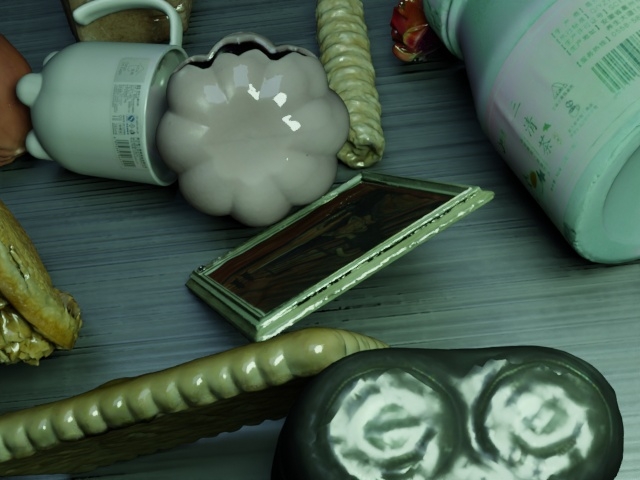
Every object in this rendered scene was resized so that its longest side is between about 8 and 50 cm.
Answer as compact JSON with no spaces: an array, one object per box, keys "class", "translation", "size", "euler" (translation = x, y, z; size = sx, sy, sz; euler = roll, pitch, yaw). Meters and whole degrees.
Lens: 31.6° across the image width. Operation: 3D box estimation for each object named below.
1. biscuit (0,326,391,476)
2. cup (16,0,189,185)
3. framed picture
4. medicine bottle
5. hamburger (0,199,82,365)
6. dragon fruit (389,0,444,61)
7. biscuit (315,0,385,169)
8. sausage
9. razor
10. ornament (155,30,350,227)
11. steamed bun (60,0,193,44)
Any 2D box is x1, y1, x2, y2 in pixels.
[{"class":"biscuit","translation":[-0.106,0.124,0.843],"size":[0.325,0.217,0.044],"euler":[-17,76,17]},{"class":"cup","translation":[-0.208,-0.146,1.087],"size":[0.142,0.173,0.134],"euler":[7,18,14]},{"class":"framed picture","translation":[0.000,0.000,0.946],"size":[0.216,0.273,0.016],"euler":[-32,105,-12]},{"class":"medicine bottle","translation":[0.246,-0.161,0.992],"size":[0.245,0.245,0.290],"euler":[-26,57,-8]},{"class":"hamburger","translation":[-0.331,0.051,0.949],"size":[0.211,0.245,0.260],"euler":[-32,80,-14]},{"class":"dragon fruit","translation":[0.113,-0.239,1.127],"size":[0.068,0.126,0.112],"euler":[51,35,14]},{"class":"biscuit","translation":[0.027,-0.170,1.129],"size":[0.055,0.061,0.219],"euler":[-4,59,-6]},{"class":"sausage","translation":[-0.390,-0.178,1.149],"size":[0.254,0.148,0.148],"euler":[31,67,26]},{"class":"razor","translation":[0.068,0.150,0.767],"size":[0.204,0.349,0.113],"euler":[-4,75,-5]},{"class":"ornament","translation":[-0.062,-0.103,1.038],"size":[0.178,0.177,0.177],"euler":[-3,59,6]},{"class":"steamed bun","translation":[-0.211,-0.282,1.203],"size":[0.145,0.106,0.175],"euler":[-20,56,-5]}]
